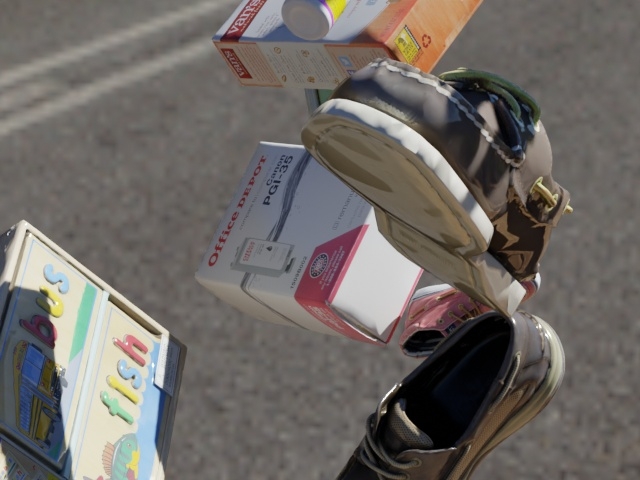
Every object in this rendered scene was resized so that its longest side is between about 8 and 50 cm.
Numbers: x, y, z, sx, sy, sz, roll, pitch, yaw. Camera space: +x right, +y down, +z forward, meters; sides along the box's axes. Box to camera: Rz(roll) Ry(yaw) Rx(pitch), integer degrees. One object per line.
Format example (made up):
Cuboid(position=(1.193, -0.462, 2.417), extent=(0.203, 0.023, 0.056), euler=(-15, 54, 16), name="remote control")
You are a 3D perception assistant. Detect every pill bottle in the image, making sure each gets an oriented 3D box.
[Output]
Cuboid(position=(0.004, -0.202, 1.608), extent=(0.043, 0.043, 0.083), euler=(10, 46, 25), name="pill bottle")

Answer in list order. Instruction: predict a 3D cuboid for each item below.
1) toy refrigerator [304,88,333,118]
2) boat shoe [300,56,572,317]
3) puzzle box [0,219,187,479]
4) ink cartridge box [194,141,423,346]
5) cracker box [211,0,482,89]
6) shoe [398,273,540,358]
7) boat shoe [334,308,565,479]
Cuboid(position=(0.032, -0.226, 2.174), extent=(0.102, 0.269, 0.094), euler=(-24, -35, 22), name="toy refrigerator")
Cuboid(position=(0.077, -0.043, 1.115), extent=(0.116, 0.097, 0.324), euler=(31, -5, 21), name="boat shoe")
Cuboid(position=(-0.283, 0.193, 2.199), extent=(0.052, 0.272, 0.409), euler=(-34, 31, 30), name="puzzle box")
Cuboid(position=(0.000, 0.000, 2.421), extent=(0.117, 0.207, 0.283), euler=(34, -16, -35), name="ink cartridge box")
Cuboid(position=(0.029, -0.215, 1.852), extent=(0.232, 0.067, 0.156), euler=(6, 51, 45), name="cracker box")
Cuboid(position=(0.168, 0.083, 2.258), extent=(0.178, 0.063, 0.081), euler=(-18, 35, 37), name="shoe")
Cuboid(position=(0.092, 0.200, 1.993), extent=(0.132, 0.355, 0.130), euler=(38, -2, 35), name="boat shoe")
